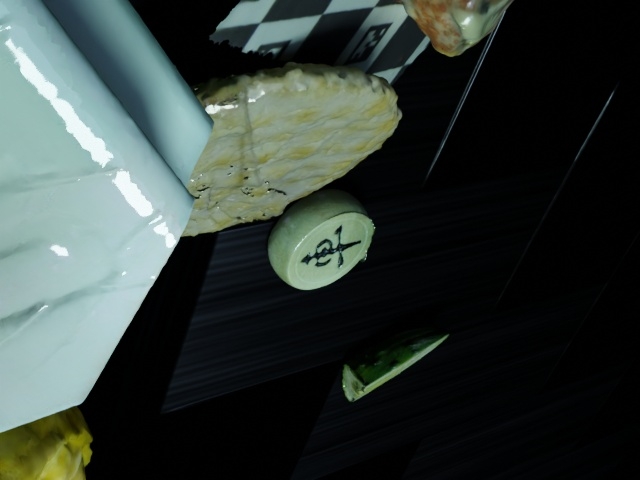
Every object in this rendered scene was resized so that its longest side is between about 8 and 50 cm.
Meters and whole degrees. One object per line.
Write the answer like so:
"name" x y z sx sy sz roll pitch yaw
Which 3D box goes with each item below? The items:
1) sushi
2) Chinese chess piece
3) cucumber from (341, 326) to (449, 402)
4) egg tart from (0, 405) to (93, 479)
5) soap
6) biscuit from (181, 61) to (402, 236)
"sushi" 0.128 -0.196 0.604 0.339 0.069 0.320 -48 168 14
"Chinese chess piece" 0.000 0.000 0.849 0.084 0.034 0.084 -26 144 -20
"cucumber" 0.069 0.106 1.049 0.107 0.035 0.067 -29 164 -20
"egg tart" -0.221 0.166 0.626 0.341 0.129 0.341 22 90 -81
"soap" -0.159 -0.053 0.421 0.172 0.095 0.289 -21 131 16
"biscuit" -0.053 -0.046 0.670 0.219 0.033 0.220 -19 165 -5
